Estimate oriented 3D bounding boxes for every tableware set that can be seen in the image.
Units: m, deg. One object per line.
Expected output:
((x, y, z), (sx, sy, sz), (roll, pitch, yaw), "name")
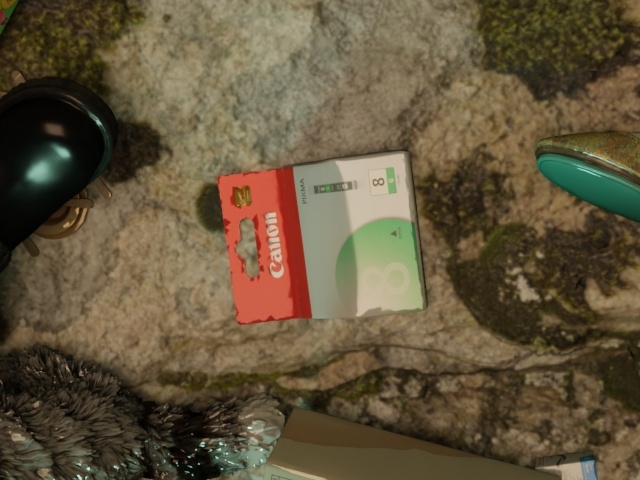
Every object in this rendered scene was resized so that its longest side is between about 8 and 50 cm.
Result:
((-0.345, -0.087, 1.658), (0.128, 0.039, 0.194), (-38, 89, 9), "tableware set")

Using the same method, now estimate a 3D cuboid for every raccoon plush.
((-0.282, 0.219, 1.544), (0.446, 0.299, 0.216), (-17, 92, 8), "raccoon plush")

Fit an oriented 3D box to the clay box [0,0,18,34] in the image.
((-0.432, -0.245, 1.634), (0.127, 0.053, 0.222), (34, 100, 22), "clay box")

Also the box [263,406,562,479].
((0.094, 0.305, 1.565), (0.311, 0.121, 0.148), (15, 118, 9), "box")

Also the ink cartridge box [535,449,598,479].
((0.266, 0.258, 1.601), (0.083, 0.048, 0.028), (-10, 93, 9), "ink cartridge box")

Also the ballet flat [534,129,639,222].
((0.400, -0.050, 1.536), (0.348, 0.123, 0.123), (28, 98, 5), "ballet flat")

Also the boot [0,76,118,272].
((-0.358, 0.004, 1.512), (0.131, 0.260, 0.348), (36, 130, -23), "boot")

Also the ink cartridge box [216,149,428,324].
((0.000, 0.000, 1.614), (0.224, 0.056, 0.181), (-7, 94, 6), "ink cartridge box")
